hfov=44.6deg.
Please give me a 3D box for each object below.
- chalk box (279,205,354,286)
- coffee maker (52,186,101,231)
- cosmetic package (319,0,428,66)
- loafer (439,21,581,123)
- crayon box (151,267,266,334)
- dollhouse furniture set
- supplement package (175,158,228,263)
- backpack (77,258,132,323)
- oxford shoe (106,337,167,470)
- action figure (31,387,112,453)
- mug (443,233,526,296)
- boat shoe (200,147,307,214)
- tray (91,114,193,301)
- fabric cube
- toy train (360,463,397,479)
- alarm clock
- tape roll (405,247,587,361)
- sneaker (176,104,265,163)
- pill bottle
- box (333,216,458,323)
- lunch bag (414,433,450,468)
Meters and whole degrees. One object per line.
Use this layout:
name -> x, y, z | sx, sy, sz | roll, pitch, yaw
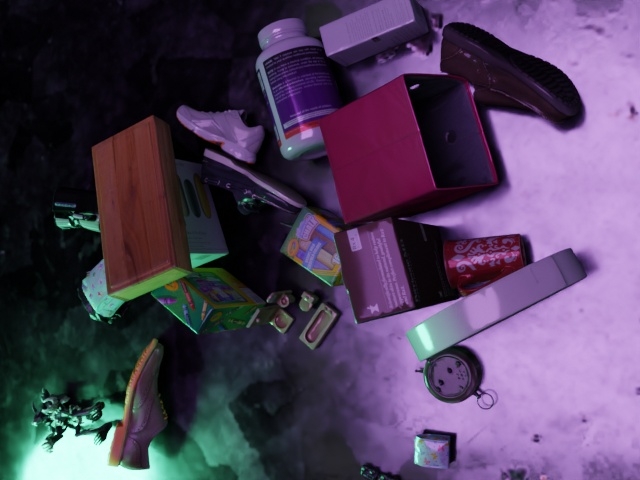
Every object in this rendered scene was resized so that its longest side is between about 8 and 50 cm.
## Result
chalk box -> 0.000, 0.000, 1.915 | 0.213, 0.132, 0.132 | 34, 104, 19
coffee maker -> -0.661, -0.108, 2.233 | 0.178, 0.120, 0.171 | 8, 70, 23
cosmetic package -> 0.128, -0.503, 1.867 | 0.231, 0.117, 0.086 | -19, 81, 24
loafer -> 0.416, -0.358, 1.749 | 0.366, 0.133, 0.130 | 42, 133, 28
crayon box -> -0.274, 0.146, 1.956 | 0.165, 0.278, 0.081 | 37, 102, 20
dollhouse furniture set -> -0.067, 0.198, 1.948 | 0.151, 0.123, 0.144 | 38, 105, 19
supplement package -> -0.405, -0.056, 2.058 | 0.198, 0.199, 0.263 | -21, 81, 22
backpack -> -0.589, 0.127, 2.188 | 0.182, 0.115, 0.152 | -42, 72, 16
oxford shoe -> -0.479, 0.454, 2.156 | 0.132, 0.130, 0.364 | 16, 90, -9
action figure -> -0.749, 0.515, 2.247 | 0.275, 0.141, 0.164 | -1, 101, 23
mug -> 0.375, 0.059, 1.758 | 0.169, 0.113, 0.150 | -10, 69, 19
boat shoe -> -0.186, -0.125, 2.000 | 0.340, 0.127, 0.113 | 29, 101, 24
tray -> -0.441, -0.081, 1.893 | 0.202, 0.076, 0.411 | -23, 66, 21
fabric cube -> 0.193, -0.199, 1.729 | 0.258, 0.254, 0.259 | -21, 82, 43
toy train -> 0.169, 0.591, 1.896 | 0.158, 0.027, 0.036 | 19, 101, 23
alarm clock -> 0.321, 0.325, 1.812 | 0.192, 0.064, 0.129 | 37, 104, 17
tape roll -> 0.361, 0.135, 1.613 | 0.392, 0.392, 0.072 | -31, 78, 21
sneaker -> -0.256, -0.307, 2.060 | 0.262, 0.099, 0.121 | 31, 95, 13
pill bottle -> -0.049, -0.369, 1.910 | 0.181, 0.181, 0.323 | -20, 82, 23
box -> 0.174, 0.062, 1.700 | 0.143, 0.381, 0.191 | -17, 83, 23
lunch bag -> 0.264, 0.495, 1.840 | 0.083, 0.053, 0.071 | 0, 92, 14
